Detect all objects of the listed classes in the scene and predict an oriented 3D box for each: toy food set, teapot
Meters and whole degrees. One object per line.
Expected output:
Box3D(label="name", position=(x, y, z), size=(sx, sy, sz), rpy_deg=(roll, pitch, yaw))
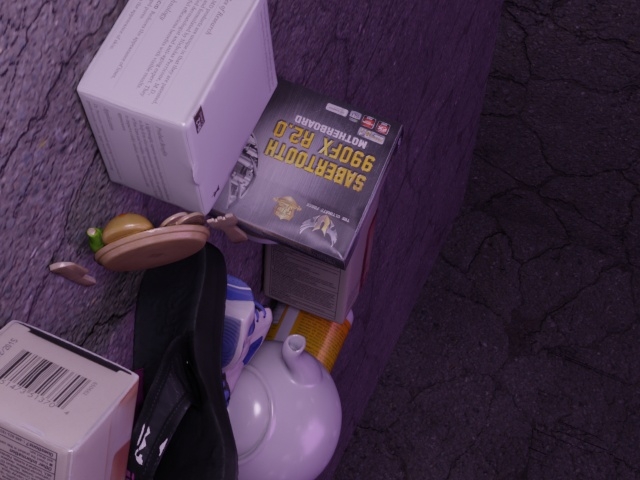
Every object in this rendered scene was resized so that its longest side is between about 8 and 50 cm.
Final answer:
Box3D(label="toy food set", position=(-0.175, -0.003, 1.329), size=(0.132, 0.192, 0.039), rpy_deg=(59, 15, -77))
Box3D(label="teapot", position=(-0.109, 0.263, 1.911), size=(0.187, 0.252, 0.256), rpy_deg=(16, 78, -56))

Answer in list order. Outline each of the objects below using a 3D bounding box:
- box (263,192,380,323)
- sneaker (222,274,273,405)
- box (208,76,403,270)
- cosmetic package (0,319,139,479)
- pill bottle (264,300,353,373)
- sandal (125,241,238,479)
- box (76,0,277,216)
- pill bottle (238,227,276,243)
Box3D(label="box", position=(0.000, 0.000, 2.060), size=(0.232, 0.148, 0.127), rpy_deg=(96, 19, -51))
Box3D(label="sneaker", position=(-0.143, 0.114, 1.736), size=(0.316, 0.127, 0.182), rpy_deg=(106, 7, -53))
Box3D(label="box", position=(-0.040, -0.092, 1.542), size=(0.056, 0.231, 0.183), rpy_deg=(77, 36, -74))
Box3D(label="cosmetic package", position=(-0.280, 0.246, 1.251), size=(0.129, 0.153, 0.296), rpy_deg=(-50, 159, -54))
Box3D(label="pill bottle", position=(-0.024, 0.158, 2.240), size=(0.136, 0.136, 0.246), rpy_deg=(79, 34, -68))
Box3D(label="sandal", position=(-0.183, 0.173, 1.396), size=(0.167, 0.107, 0.446), rpy_deg=(-37, -140, 30))
Box3D(label="box", position=(-0.136, -0.154, 1.289), size=(0.181, 0.119, 0.182), rpy_deg=(86, 27, -64))
Box3D(label="pill bottle", position=(-0.063, -0.097, 1.716), size=(0.112, 0.112, 0.187), rpy_deg=(-57, 162, -44))
